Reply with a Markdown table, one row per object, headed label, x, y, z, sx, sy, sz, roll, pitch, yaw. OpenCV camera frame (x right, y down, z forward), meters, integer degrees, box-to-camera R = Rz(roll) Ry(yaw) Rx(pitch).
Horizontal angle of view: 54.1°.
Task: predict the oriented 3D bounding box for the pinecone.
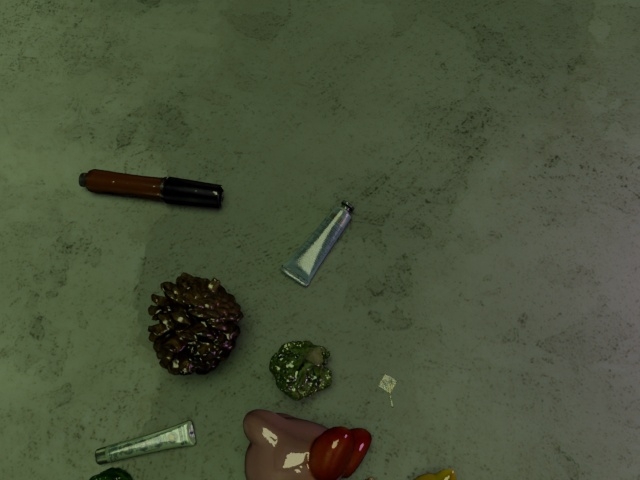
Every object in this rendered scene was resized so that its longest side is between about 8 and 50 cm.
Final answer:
| label | x | y | z | sx | sy | sz | roll | pitch | yaw |
| --- | --- | --- | --- | --- | --- | --- | --- | --- | --- |
| pinecone | -0.302 | 0.210 | 1.517 | 0.244 | 0.243 | 0.257 | 4 | 89 | 6 |

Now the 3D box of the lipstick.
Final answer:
| label | x | y | z | sx | sy | sz | roll | pitch | yaw |
| --- | --- | --- | --- | --- | --- | --- | --- | --- | --- |
| lipstick | -0.476 | -0.148 | 1.757 | 0.419 | 0.077 | 0.077 | 7 | 69 | 9 |

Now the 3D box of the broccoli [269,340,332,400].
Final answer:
| label | x | y | z | sx | sy | sz | roll | pitch | yaw |
| --- | --- | --- | --- | --- | --- | --- | --- | --- | --- |
| broccoli | -0.043 | 0.306 | 1.517 | 0.162 | 0.138 | 0.145 | -16 | 68 | -42 |

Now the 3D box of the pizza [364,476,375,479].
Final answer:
| label | x | y | z | sx | sy | sz | roll | pitch | yaw |
| --- | --- | --- | --- | --- | --- | --- | --- | --- | --- |
| pizza | 0.092 | 0.621 | 1.425 | 0.099 | 0.035 | 0.160 | 35 | 76 | 17 |

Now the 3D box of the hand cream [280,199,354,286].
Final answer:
| label | x | y | z | sx | sy | sz | roll | pitch | yaw |
| --- | --- | --- | --- | --- | --- | --- | --- | --- | --- |
| hand cream | 0.000 | 0.000 | 1.671 | 0.088 | 0.055 | 0.256 | 35 | 77 | 8 |

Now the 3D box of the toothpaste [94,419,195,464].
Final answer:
| label | x | y | z | sx | sy | sz | roll | pitch | yaw |
| --- | --- | --- | --- | --- | --- | --- | --- | --- | --- |
| toothpaste | -0.424 | 0.494 | 1.517 | 0.239 | 0.039 | 0.062 | -14 | 72 | -3 |

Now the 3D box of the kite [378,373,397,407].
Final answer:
| label | x | y | z | sx | sy | sz | roll | pitch | yaw |
| --- | --- | --- | --- | --- | --- | --- | --- | --- | --- |
| kite | 0.163 | 0.368 | 1.537 | 0.044 | 0.002 | 0.078 | 9 | 69 | 8 |

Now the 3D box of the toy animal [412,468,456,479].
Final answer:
| label | x | y | z | sx | sy | sz | roll | pitch | yaw |
| --- | --- | --- | --- | --- | --- | --- | --- | --- | --- |
| toy animal | 0.262 | 0.625 | 1.356 | 0.156 | 0.156 | 0.229 | -23 | 72 | -4 |

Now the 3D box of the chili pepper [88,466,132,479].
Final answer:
| label | x | y | z | sx | sy | sz | roll | pitch | yaw |
| --- | --- | --- | --- | --- | --- | --- | --- | --- | --- |
| chili pepper | -0.496 | 0.569 | 1.496 | 0.118 | 0.035 | 0.055 | 10 | 53 | 4 |

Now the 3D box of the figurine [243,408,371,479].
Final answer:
| label | x | y | z | sx | sy | sz | roll | pitch | yaw |
| --- | --- | --- | --- | --- | --- | --- | --- | --- | --- |
| figurine | -0.044 | 0.499 | 1.382 | 0.262 | 0.269 | 0.211 | 7 | 74 | 17 |
